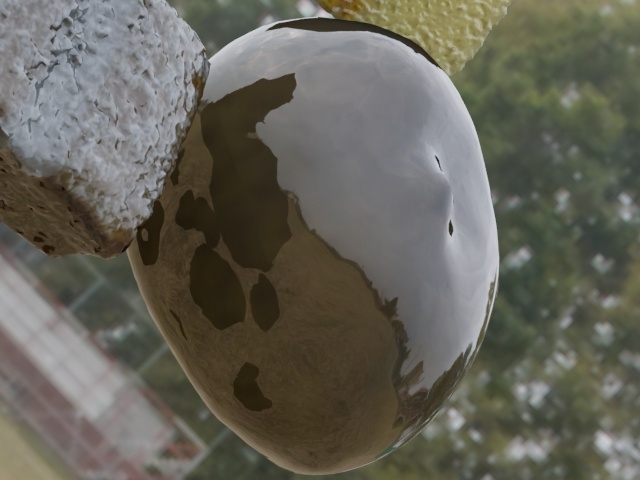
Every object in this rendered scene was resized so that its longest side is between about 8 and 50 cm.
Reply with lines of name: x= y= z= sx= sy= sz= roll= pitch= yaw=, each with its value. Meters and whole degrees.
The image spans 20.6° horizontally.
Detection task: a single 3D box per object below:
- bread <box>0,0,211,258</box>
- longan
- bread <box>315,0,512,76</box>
bread: x=-0.225 y=-0.159 z=0.998 sx=0.113 sy=0.165 sz=0.416 roll=-1 pitch=-32 yaw=39
longan: x=0.000 y=0.000 z=1.282 sx=0.288 sy=0.288 sz=0.350 roll=59 pitch=14 yaw=-52
bread: x=0.037 y=-0.250 z=1.524 sx=0.266 sy=0.141 sz=0.178 roll=31 pitch=-19 yaw=-23
